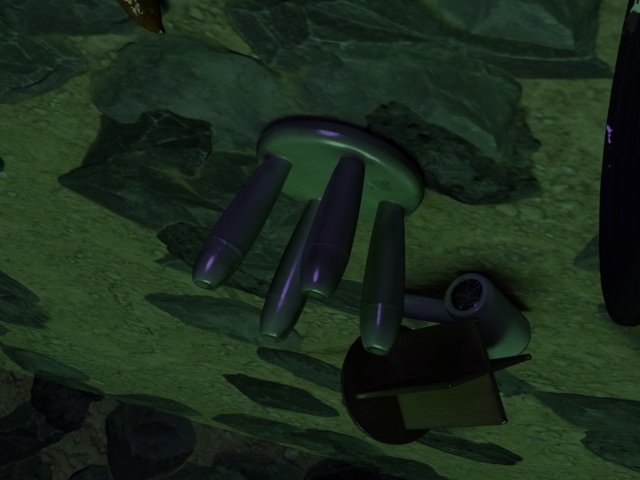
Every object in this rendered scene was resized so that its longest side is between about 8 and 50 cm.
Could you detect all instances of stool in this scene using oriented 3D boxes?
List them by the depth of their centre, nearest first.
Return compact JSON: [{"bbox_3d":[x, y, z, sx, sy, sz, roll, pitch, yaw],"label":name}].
[{"bbox_3d":[0.000,0.000,1.154,0.195,0.199,0.195,2,155,33],"label":"stool"}]

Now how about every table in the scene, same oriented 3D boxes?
[{"bbox_3d":[0.153,0.177,1.366,0.167,0.167,0.226,27,157,-21],"label":"table"}]

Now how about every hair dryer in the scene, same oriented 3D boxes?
[{"bbox_3d":[0.159,0.088,1.444,0.236,0.073,0.131,10,157,43],"label":"hair dryer"}]

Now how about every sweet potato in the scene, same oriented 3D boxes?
[{"bbox_3d":[-0.170,-0.225,0.968,0.034,0.034,0.095,3,143,33],"label":"sweet potato"}]

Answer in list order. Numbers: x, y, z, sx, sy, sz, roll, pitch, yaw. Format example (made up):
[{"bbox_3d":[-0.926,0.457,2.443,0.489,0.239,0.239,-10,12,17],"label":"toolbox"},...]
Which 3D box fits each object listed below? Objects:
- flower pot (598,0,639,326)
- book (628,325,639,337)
[{"bbox_3d":[0.348,-0.071,0.612,0.330,0.294,0.294,9,158,4],"label":"flower pot"},{"bbox_3d":[0.510,0.122,1.275,0.230,0.026,0.161,20,158,-7],"label":"book"}]
